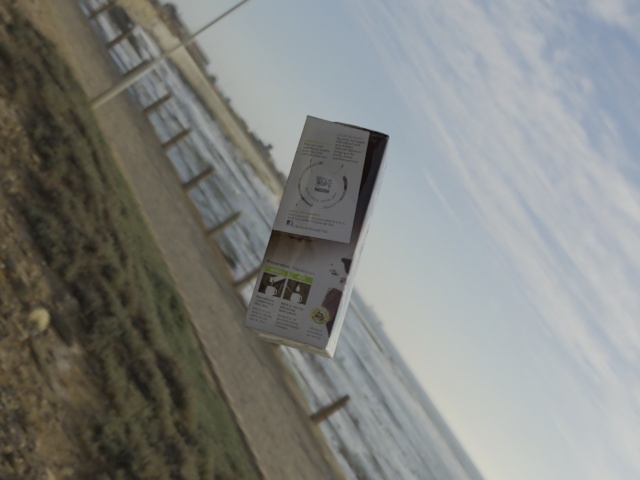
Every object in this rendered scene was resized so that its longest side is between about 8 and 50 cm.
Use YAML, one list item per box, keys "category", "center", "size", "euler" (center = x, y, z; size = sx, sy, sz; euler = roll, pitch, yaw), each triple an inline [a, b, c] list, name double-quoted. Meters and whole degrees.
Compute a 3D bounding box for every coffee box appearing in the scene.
- category: "coffee box"
  center: [0.000, 0.000, 1.315]
  size: [0.119, 0.297, 0.168]
  euler: [15, -10, 6]
